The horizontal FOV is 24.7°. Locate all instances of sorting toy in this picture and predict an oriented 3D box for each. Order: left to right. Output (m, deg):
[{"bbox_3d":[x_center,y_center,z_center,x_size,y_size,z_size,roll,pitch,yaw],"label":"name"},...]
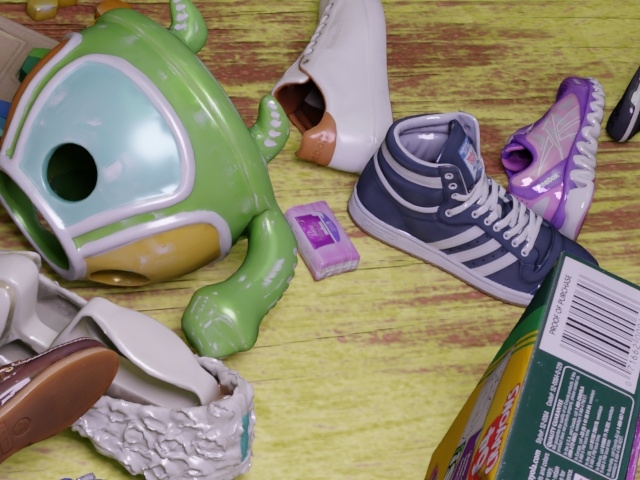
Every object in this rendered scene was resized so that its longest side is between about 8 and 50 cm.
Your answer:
[{"bbox_3d":[-0.326,-0.194,1.566,0.229,0.041,0.307,21,47,1],"label":"sorting toy"}]

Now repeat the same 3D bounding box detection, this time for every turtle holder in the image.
[{"bbox_3d":[-0.167,-0.050,1.394,0.227,0.243,0.320,-36,110,-23],"label":"turtle holder"}]

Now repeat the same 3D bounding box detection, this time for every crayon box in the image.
[{"bbox_3d":[0.135,0.241,1.149,0.106,0.313,0.363,25,47,0],"label":"crayon box"}]

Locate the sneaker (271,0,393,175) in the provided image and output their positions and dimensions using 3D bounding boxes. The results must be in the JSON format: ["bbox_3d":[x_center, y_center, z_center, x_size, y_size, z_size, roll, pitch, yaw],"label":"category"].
[{"bbox_3d":[0.006,-0.203,1.638,0.123,0.106,0.290,7,50,-16],"label":"sneaker"}]

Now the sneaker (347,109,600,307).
[{"bbox_3d":[0.177,-0.034,1.514,0.282,0.153,0.099,22,47,1],"label":"sneaker"}]

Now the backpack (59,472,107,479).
[{"bbox_3d":[-0.201,0.257,1.108,0.173,0.158,0.117,9,35,-41],"label":"backpack"}]

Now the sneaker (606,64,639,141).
[{"bbox_3d":[0.431,-0.183,1.776,0.097,0.084,0.234,34,48,11],"label":"sneaker"}]

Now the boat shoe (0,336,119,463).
[{"bbox_3d":[-0.256,0.133,1.163,0.073,0.073,0.207,31,45,30],"label":"boat shoe"}]

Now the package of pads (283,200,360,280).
[{"bbox_3d":[0.000,0.000,1.509,0.050,0.032,0.083,-13,55,-29],"label":"package of pads"}]

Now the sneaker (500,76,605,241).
[{"bbox_3d":[0.259,-0.107,1.653,0.105,0.095,0.236,13,48,4],"label":"sneaker"}]

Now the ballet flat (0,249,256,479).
[{"bbox_3d":[-0.231,0.081,1.296,0.409,0.147,0.147,26,47,6],"label":"ballet flat"}]
